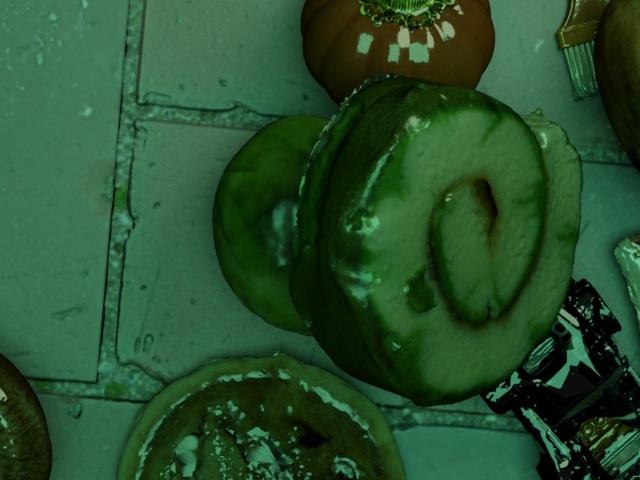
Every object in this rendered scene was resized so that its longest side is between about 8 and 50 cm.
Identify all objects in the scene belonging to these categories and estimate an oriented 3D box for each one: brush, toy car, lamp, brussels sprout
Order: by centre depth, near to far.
[{"bbox_3d":[0.087,-0.234,1.816,0.223,0.196,0.223,2,55,-2],"label":"lamp"},{"bbox_3d":[0.000,0.000,1.817,0.271,0.210,0.219,41,67,-4],"label":"brussels sprout"},{"bbox_3d":[0.300,0.171,1.895,0.193,0.118,0.301,-36,95,8],"label":"toy car"},{"bbox_3d":[0.303,-0.328,1.918,0.090,0.017,0.314,-16,94,-6],"label":"brush"}]

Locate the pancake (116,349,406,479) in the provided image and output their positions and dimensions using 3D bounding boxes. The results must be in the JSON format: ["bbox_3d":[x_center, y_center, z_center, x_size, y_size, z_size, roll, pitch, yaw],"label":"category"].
[{"bbox_3d":[-0.069,0.297,1.902,0.356,0.065,0.356,0,95,-1],"label":"pancake"}]

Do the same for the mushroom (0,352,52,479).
[{"bbox_3d":[-0.484,0.235,1.803,0.345,0.239,0.345,1,87,-25],"label":"mushroom"}]

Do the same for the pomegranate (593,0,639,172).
[{"bbox_3d":[0.460,-0.180,1.796,0.322,0.322,0.322,0,94,-5],"label":"pomegranate"}]

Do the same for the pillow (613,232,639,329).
[{"bbox_3d":[0.439,0.091,1.936,0.128,0.051,0.229,-18,95,-9],"label":"pillow"}]

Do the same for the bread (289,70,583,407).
[{"bbox_3d":[0.138,-0.015,1.702,0.382,0.129,0.366,-46,131,-29],"label":"bread"}]
